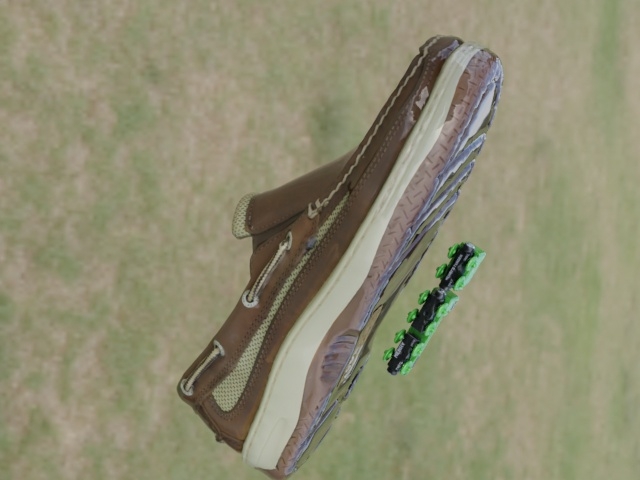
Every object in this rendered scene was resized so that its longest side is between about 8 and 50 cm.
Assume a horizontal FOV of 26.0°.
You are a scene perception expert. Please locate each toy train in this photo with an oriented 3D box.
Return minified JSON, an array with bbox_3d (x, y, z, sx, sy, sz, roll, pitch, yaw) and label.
[{"bbox_3d":[0.060,0.036,0.725,0.083,0.017,0.024,-60,158,17],"label":"toy train"}]

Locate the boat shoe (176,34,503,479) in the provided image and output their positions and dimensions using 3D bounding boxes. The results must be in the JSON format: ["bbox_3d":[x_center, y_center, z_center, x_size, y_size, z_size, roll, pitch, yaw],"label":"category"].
[{"bbox_3d":[-0.003,0.002,0.703,0.257,0.095,0.095,-63,167,19],"label":"boat shoe"}]
